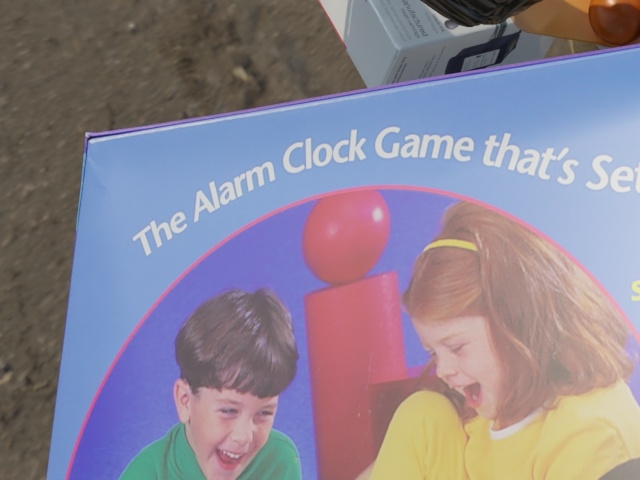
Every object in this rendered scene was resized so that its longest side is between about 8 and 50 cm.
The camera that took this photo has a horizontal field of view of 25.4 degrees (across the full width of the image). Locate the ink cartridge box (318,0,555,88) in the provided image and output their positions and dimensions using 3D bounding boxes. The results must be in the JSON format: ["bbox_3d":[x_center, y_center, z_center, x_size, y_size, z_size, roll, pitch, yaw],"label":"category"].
[{"bbox_3d":[0.139,-0.276,1.638,0.237,0.100,0.172,-16,65,-25],"label":"ink cartridge box"}]

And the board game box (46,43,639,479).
[{"bbox_3d":[0.083,0.074,0.332,0.347,0.078,0.233,-5,72,34],"label":"board game box"}]

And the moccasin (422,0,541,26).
[{"bbox_3d":[0.091,-0.203,0.728,0.139,0.380,0.147,39,88,-7],"label":"moccasin"}]

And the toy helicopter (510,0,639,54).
[{"bbox_3d":[0.284,-0.175,0.940,0.235,0.355,0.140,-9,85,-24],"label":"toy helicopter"}]
